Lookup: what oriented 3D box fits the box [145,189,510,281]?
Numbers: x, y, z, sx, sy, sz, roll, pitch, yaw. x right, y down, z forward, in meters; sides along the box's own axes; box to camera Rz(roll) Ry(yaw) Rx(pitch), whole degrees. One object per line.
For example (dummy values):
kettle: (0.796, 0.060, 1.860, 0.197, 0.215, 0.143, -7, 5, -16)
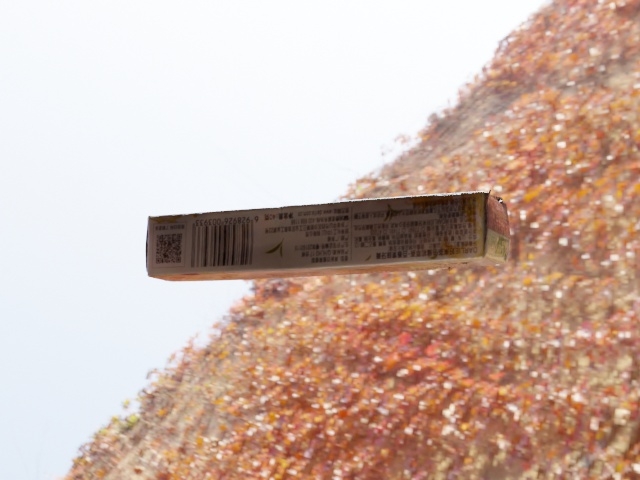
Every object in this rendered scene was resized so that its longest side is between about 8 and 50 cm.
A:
box: (0.000, 0.000, 0.538, 0.050, 0.207, 0.041, 17, -109, -65)
